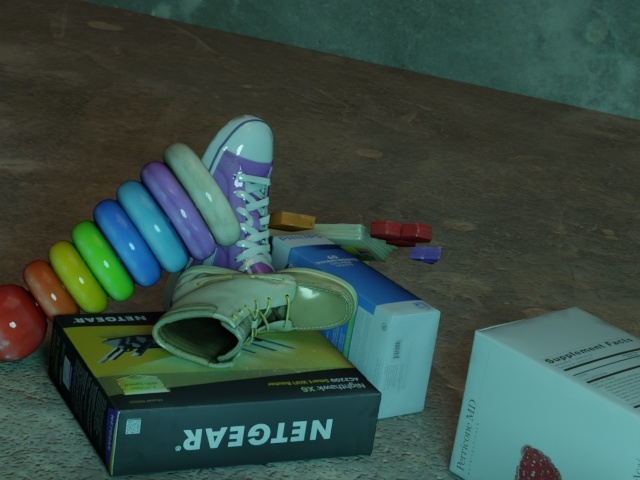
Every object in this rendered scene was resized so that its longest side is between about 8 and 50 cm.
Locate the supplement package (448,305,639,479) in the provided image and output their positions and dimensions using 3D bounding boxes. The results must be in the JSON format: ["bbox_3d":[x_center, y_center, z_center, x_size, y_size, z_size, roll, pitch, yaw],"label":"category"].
[{"bbox_3d":[0.307,0.213,1.734,0.175,0.178,0.293,-10,26,-41],"label":"supplement package"}]

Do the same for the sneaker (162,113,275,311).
[{"bbox_3d":[-0.084,-0.004,2.021,0.102,0.282,0.161,5,14,-45],"label":"sneaker"}]

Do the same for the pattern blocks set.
[{"bbox_3d":[0.000,0.000,2.209,0.324,0.026,0.285,4,-12,9],"label":"pattern blocks set"}]

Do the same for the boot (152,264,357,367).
[{"bbox_3d":[-0.071,0.086,1.828,0.213,0.077,0.165,5,18,5],"label":"boot"}]

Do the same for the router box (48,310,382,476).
[{"bbox_3d":[-0.123,0.161,1.836,0.308,0.081,0.243,-1,22,-26],"label":"router box"}]

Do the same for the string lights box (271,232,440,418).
[{"bbox_3d":[0.029,0.098,1.997,0.076,0.133,0.259,-5,24,-34],"label":"string lights box"}]

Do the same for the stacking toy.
[{"bbox_3d":[-0.262,0.025,1.910,0.330,0.141,0.141,-33,31,-8],"label":"stacking toy"}]
